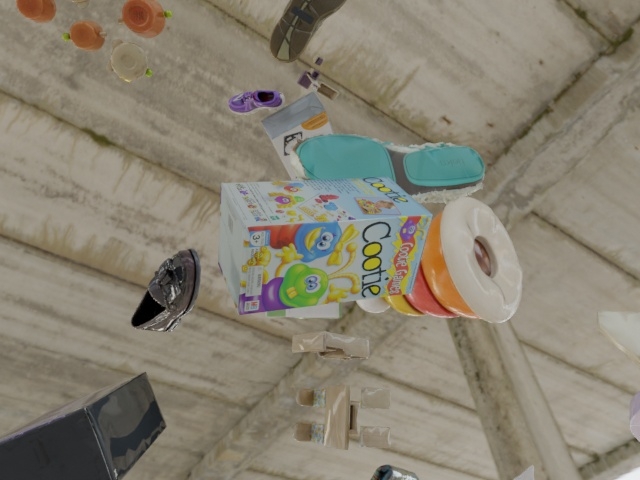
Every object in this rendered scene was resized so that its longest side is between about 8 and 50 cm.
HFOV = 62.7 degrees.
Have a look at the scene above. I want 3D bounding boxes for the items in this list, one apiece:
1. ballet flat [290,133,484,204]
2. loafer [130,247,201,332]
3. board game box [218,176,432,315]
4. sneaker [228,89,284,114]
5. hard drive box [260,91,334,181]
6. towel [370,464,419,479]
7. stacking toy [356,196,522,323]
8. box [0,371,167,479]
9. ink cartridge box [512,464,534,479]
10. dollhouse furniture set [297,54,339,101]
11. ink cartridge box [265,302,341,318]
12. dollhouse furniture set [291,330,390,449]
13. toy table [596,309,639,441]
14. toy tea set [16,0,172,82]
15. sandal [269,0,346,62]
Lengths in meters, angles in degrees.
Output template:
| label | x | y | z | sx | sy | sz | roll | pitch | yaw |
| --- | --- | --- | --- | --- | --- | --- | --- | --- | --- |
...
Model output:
| label | x | y | z | sx | sy | sz | roll | pitch | yaw |
| --- | --- | --- | --- | --- | --- | --- | --- | --- | --- |
| ballet flat | 0.124 | -0.111 | 0.993 | 0.409 | 0.147 | 0.147 | 0 | -48 | -24 |
| loafer | -0.343 | 0.125 | 1.154 | 0.095 | 0.109 | 0.302 | -4 | -31 | -33 |
| board game box | 0.000 | 0.000 | 0.781 | 0.275 | 0.144 | 0.142 | -5 | -59 | -22 |
| sneaker | -0.188 | -0.405 | 1.493 | 0.170 | 0.068 | 0.071 | -5 | -7 | 16 |
| hard drive box | -0.052 | -0.306 | 1.588 | 0.181 | 0.089 | 0.232 | -29 | -29 | 0 |
| towel | 0.086 | 0.553 | 1.008 | 0.271 | 0.040 | 0.370 | -52 | -30 | -11 |
| stacking toy | 0.296 | 0.108 | 1.524 | 0.350 | 0.350 | 0.480 | 34 | -40 | -30 |
| box | -0.332 | 0.271 | 0.693 | 0.184 | 0.261 | 0.103 | -19 | -94 | -6 |
| ink cartridge box | 0.281 | 0.431 | 0.776 | 0.180 | 0.060 | 0.104 | -25 | -62 | -25 |
| dollhouse furniture set | 0.017 | -0.408 | 1.372 | 0.114 | 0.081 | 0.091 | 22 | -63 | -34 |
| ink cartridge box | -0.051 | 0.114 | 1.338 | 0.235 | 0.171 | 0.056 | 6 | -11 | -35 |
| dollhouse furniture set | 0.038 | 0.550 | 1.921 | 0.256 | 0.394 | 0.362 | 19 | -24 | -39 |
| toy table | 0.497 | 0.175 | 0.678 | 0.252 | 0.161 | 0.274 | 7 | -30 | 21 |
| toy tea set | -0.529 | -0.534 | 1.249 | 0.336 | 0.124 | 0.200 | 27 | -75 | -15 |
| sandal | -0.019 | -0.350 | 0.815 | 0.072 | 0.049 | 0.180 | 35 | -93 | -7 |
